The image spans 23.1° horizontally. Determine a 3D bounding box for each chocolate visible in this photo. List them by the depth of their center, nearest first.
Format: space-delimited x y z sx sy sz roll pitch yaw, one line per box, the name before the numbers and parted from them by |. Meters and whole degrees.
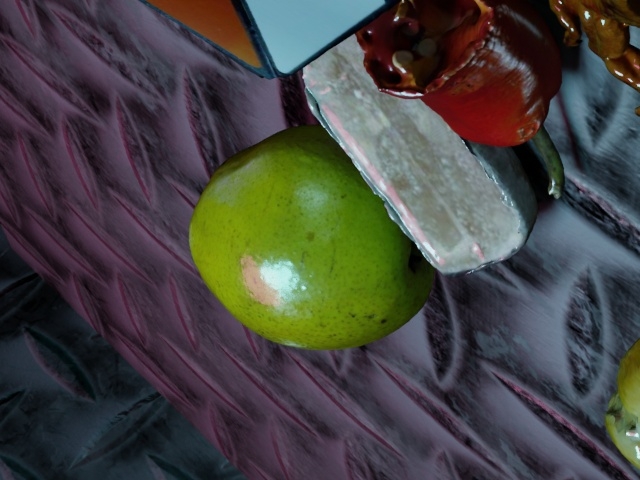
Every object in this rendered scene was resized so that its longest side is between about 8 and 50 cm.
chocolate | 0.115 -0.112 1.658 0.303 0.100 0.185 51 150 -7

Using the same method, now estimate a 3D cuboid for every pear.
pear | 0.000 0.000 1.864 0.294 0.294 0.294 43 159 22

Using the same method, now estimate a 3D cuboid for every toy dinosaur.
toy dinosaur | 0.246 -0.180 1.198 0.208 0.097 0.432 44 -179 -12

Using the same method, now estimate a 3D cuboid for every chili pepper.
chili pepper | 0.155 -0.157 1.422 0.131 0.134 0.338 48 -166 29

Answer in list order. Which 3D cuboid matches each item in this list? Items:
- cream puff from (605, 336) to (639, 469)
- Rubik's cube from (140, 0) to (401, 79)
cream puff | 0.372 0.086 1.111 0.231 0.327 0.343 45 119 9
Rubik's cube | -0.037 -0.313 1.272 0.250 0.248 0.246 31 154 -18
